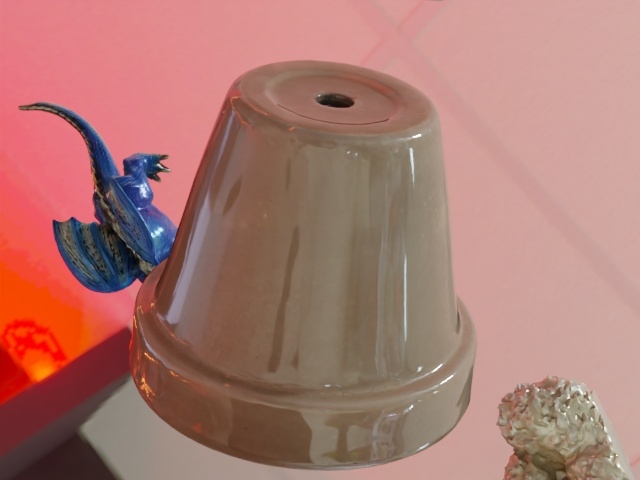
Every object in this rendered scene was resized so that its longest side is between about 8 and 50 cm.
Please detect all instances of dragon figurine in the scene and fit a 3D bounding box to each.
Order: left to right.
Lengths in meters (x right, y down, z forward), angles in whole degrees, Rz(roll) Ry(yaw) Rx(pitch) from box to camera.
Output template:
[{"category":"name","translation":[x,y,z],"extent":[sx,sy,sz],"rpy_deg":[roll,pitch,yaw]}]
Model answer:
[{"category":"dragon figurine","translation":[-0.171,-0.009,1.258],"extent":[0.085,0.144,0.289],"rpy_deg":[-33,-84,25]}]

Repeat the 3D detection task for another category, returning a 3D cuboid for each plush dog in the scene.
[{"category":"plush dog","translation":[0.191,0.286,1.278],"extent":[0.225,0.210,0.262],"rpy_deg":[-28,-61,16]}]

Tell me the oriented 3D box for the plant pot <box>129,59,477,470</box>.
[{"category":"plant pot","translation":[0.000,0.000,1.051],"extent":[0.263,0.263,0.229],"rpy_deg":[20,-61,21]}]
